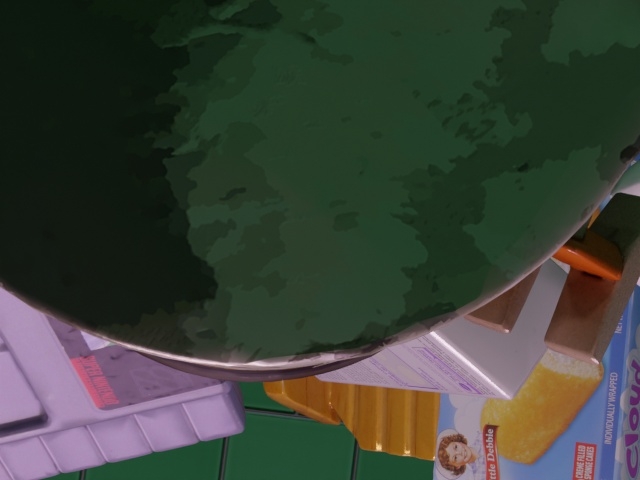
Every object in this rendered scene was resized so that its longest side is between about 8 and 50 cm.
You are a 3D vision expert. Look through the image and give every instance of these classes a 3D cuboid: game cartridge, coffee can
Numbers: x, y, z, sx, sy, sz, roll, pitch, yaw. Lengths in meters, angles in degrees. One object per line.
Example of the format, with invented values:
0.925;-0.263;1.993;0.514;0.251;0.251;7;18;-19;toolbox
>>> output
-0.201;0.035;1.137;0.230;0.068;0.355;-11;134;10;game cartridge
-0.019;-0.059;0.509;0.202;0.201;0.275;7;174;-2;coffee can

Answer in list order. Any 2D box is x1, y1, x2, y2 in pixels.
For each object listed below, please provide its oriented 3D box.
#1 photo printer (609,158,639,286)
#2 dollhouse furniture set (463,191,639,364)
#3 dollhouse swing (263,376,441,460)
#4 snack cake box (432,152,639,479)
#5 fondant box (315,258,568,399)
0.348;-0.008;0.996;0.308;0.107;0.256;10;167;-33;photo printer
-0.002;-0.027;0.841;0.262;0.135;0.259;29;174;-32;dollhouse furniture set
0.055;0.082;1.634;0.347;0.315;0.305;4;-175;35;dollhouse swing
0.178;0.066;1.240;0.152;0.264;0.089;3;176;33;snack cake box
0.000;0.000;1.162;0.238;0.096;0.330;41;163;-15;fondant box
